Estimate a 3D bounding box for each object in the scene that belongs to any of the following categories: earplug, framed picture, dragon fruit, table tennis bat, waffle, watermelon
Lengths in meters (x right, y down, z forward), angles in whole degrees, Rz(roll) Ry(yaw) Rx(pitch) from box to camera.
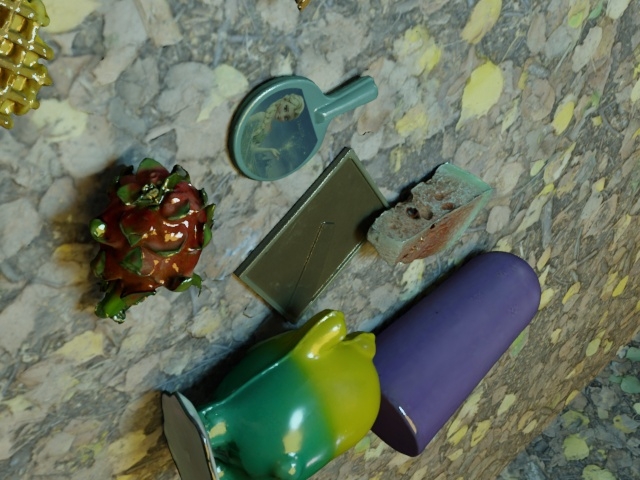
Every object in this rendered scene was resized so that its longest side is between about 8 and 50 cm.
[{"bbox_3d":[0.258,0.191,1.429,0.456,0.215,0.215,-39,140,-23],"label":"earplug"},{"bbox_3d":[0.000,0.000,1.147,0.260,0.023,0.189,-49,142,-5],"label":"framed picture"},{"bbox_3d":[-0.200,0.016,0.861,0.135,0.137,0.235,-62,170,-63],"label":"dragon fruit"},{"bbox_3d":[-0.019,-0.164,0.990,0.237,0.038,0.149,-29,136,-24],"label":"table tennis bat"},{"bbox_3d":[-0.328,-0.174,0.655,0.191,0.038,0.191,-26,134,-30],"label":"waffle"},{"bbox_3d":[0.171,-0.026,1.247,0.241,0.094,0.154,-25,145,-43],"label":"watermelon"}]

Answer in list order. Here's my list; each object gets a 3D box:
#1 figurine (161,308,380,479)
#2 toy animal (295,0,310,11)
[{"bbox_3d":[-0.053,0.267,1.137,0.340,0.231,0.323,-19,126,-29],"label":"figurine"},{"bbox_3d":[-0.004,-0.356,0.823,0.116,0.114,0.255,47,73,-9],"label":"toy animal"}]
